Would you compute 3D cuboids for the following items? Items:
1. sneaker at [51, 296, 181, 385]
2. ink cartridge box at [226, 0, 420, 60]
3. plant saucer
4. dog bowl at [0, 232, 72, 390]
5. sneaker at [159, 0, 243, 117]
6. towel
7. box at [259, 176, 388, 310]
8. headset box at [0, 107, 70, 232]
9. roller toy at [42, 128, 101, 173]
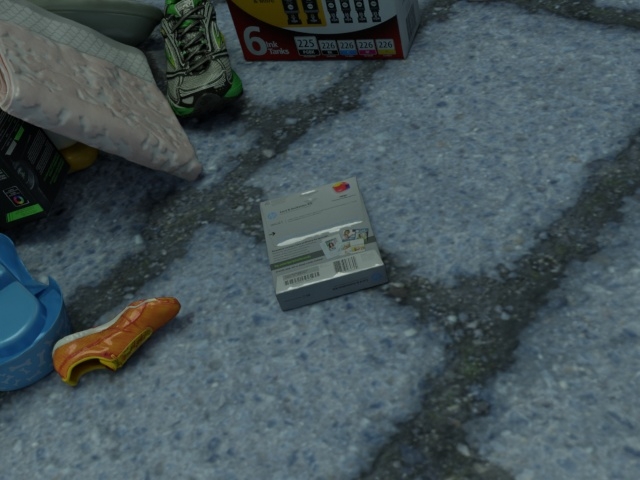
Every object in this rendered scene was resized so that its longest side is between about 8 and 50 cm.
[{"bbox_3d":[-0.254,0.129,1.088,0.175,0.064,0.067,-30,64,-7],"label":"sneaker"},{"bbox_3d":[-0.008,-0.455,1.449,0.309,0.272,0.130,3,46,21],"label":"ink cartridge box"},{"bbox_3d":[-0.485,-0.366,1.552,0.400,0.101,0.400,-4,7,0],"label":"plant saucer"},{"bbox_3d":[-0.449,0.097,1.161,0.166,0.074,0.297,-39,47,-23],"label":"dog bowl"},{"bbox_3d":[-0.229,-0.335,1.487,0.134,0.146,0.344,-19,43,-3],"label":"sneaker"},{"bbox_3d":[-0.357,-0.243,1.295,0.053,0.331,0.317,-48,50,22],"label":"towel"},{"bbox_3d":[0.000,0.000,1.146,0.145,0.038,0.186,-16,44,1],"label":"box"},{"bbox_3d":[-0.556,-0.128,1.271,0.246,0.283,0.131,-15,39,17],"label":"headset box"},{"bbox_3d":[-0.457,-0.204,1.422,0.209,0.146,0.191,5,50,9],"label":"roller toy"}]
